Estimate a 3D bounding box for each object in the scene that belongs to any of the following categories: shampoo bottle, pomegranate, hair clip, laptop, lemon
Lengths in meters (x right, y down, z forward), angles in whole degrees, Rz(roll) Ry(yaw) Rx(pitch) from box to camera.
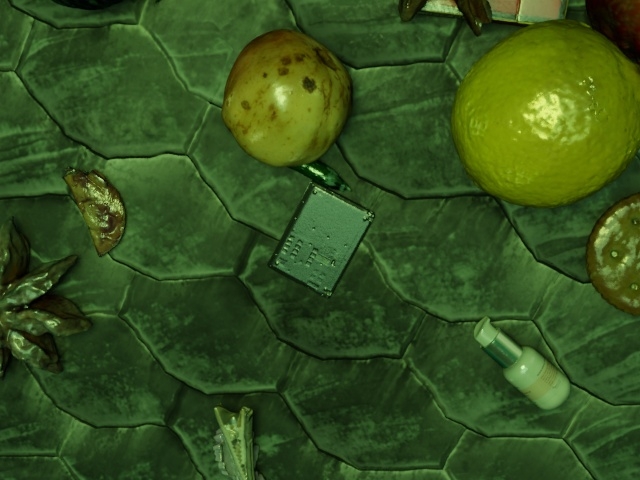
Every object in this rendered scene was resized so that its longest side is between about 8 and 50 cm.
[{"bbox_3d":[0.344,0.214,1.238,0.192,0.074,0.074,39,104,-5],"label":"shampoo bottle"},{"bbox_3d":[-0.060,-0.217,1.114,0.215,0.215,0.215,1,104,6],"label":"pomegranate"},{"bbox_3d":[-0.138,0.425,1.324,0.085,0.106,0.292,-5,107,20],"label":"hair clip"},{"bbox_3d":[0.000,0.000,1.253,0.129,0.016,0.180,27,103,-2],"label":"laptop"},{"bbox_3d":[0.330,-0.181,1.045,0.293,0.293,0.293,1,104,6],"label":"lemon"}]

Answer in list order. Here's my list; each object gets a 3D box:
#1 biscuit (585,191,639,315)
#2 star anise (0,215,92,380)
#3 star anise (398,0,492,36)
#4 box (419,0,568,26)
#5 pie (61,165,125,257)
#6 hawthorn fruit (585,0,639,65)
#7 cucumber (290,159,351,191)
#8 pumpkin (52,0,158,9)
[{"bbox_3d":[0.549,0.022,1.177,0.221,0.066,0.220,1,100,6],"label":"biscuit"},{"bbox_3d":[-0.575,0.118,1.290,0.332,0.117,0.331,2,109,6],"label":"star anise"},{"bbox_3d":[0.177,-0.456,1.012,0.315,0.108,0.315,2,101,10],"label":"star anise"},{"bbox_3d":[0.264,-0.416,1.097,0.240,0.074,0.153,8,99,4],"label":"box"},{"bbox_3d":[-0.398,-0.061,1.270,0.092,0.034,0.170,-23,99,15],"label":"pie"},{"bbox_3d":[0.536,-0.377,0.993,0.254,0.254,0.300,38,101,-4],"label":"hawthorn fruit"},{"bbox_3d":[-0.013,-0.123,1.215,0.155,0.037,0.037,27,105,-1],"label":"cucumber"},{"bbox_3d":[-0.326,-0.451,1.090,0.248,0.248,0.248,1,104,6],"label":"pumpkin"}]
